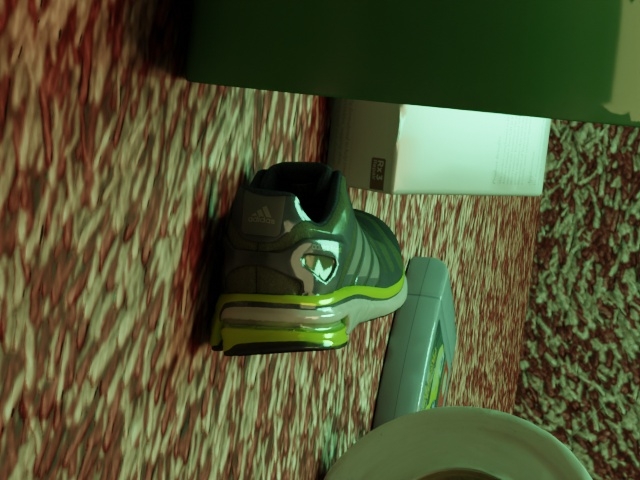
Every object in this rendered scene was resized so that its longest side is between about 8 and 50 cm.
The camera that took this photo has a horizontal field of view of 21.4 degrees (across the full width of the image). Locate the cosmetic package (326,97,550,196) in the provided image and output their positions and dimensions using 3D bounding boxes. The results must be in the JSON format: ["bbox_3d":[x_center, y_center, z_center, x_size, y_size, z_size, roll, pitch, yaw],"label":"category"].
[{"bbox_3d":[0.110,-0.100,1.516,0.231,0.085,0.117,1,97,-48],"label":"cosmetic package"}]

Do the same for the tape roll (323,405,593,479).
[{"bbox_3d":[0.129,0.299,1.569,0.100,0.286,0.286,79,22,-55],"label":"tape roll"}]

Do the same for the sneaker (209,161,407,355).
[{"bbox_3d":[0.000,0.000,1.238,0.300,0.111,0.121,-39,131,-76],"label":"sneaker"}]

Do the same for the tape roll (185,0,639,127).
[{"bbox_3d":[0.082,-0.117,1.024,0.321,0.321,0.077,-18,113,-77],"label":"tape roll"}]

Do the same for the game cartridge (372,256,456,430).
[{"bbox_3d":[0.107,0.178,1.952,0.196,0.060,0.294,67,32,-59],"label":"game cartridge"}]
